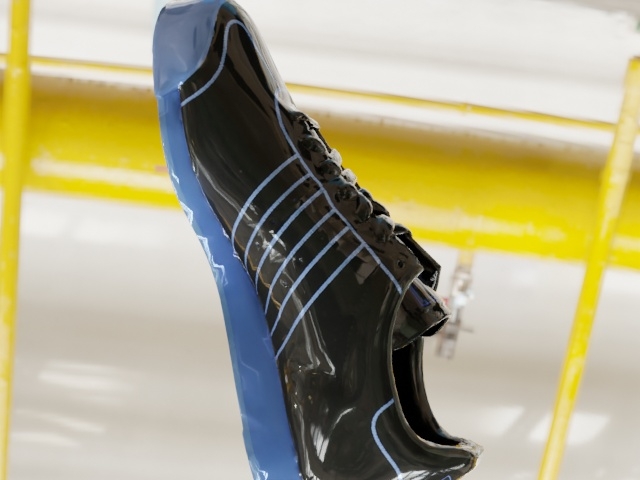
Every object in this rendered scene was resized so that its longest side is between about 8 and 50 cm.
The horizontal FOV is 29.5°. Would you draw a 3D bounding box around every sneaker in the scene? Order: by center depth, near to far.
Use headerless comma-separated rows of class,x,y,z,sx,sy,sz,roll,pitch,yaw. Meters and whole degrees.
sneaker,0.000,0.000,0.511,0.090,0.232,0.081,-16,178,17
